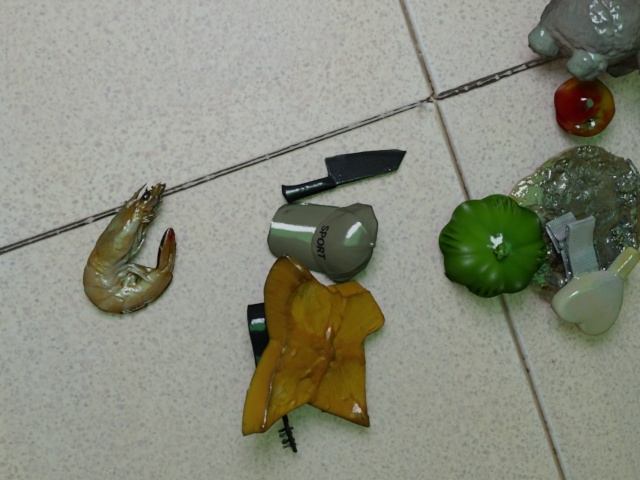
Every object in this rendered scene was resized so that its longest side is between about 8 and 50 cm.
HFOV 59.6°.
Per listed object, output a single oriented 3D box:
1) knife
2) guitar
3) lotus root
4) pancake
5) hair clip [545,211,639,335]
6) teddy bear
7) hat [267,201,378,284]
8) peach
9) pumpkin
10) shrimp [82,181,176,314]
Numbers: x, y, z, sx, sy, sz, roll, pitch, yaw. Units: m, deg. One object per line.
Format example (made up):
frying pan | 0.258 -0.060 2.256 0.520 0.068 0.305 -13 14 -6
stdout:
knife | 0.042 -0.121 0.955 0.231 0.028 0.060 -16 78 -8
guitar | -0.082 0.236 0.938 0.038 0.084 0.271 -11 100 -2
lotus root | 0.280 0.015 0.894 0.186 0.186 0.186 0 93 -6
pancake | 0.453 -0.026 0.987 0.283 0.049 0.282 -1 97 -6
hair clip | 0.458 0.059 0.943 0.159 0.071 0.218 -19 105 2
teddy bear | 0.480 -0.346 0.909 0.267 0.236 0.151 -10 139 -36
hat | 0.000 0.000 0.924 0.175 0.085 0.147 8 92 -7
peach | 0.452 -0.233 0.961 0.101 0.101 0.100 0 93 -6
pumpkin | 0.002 0.166 0.888 0.258 0.095 0.290 7 98 -40
shrimp | -0.294 0.016 0.909 0.133 0.053 0.236 28 93 -5
